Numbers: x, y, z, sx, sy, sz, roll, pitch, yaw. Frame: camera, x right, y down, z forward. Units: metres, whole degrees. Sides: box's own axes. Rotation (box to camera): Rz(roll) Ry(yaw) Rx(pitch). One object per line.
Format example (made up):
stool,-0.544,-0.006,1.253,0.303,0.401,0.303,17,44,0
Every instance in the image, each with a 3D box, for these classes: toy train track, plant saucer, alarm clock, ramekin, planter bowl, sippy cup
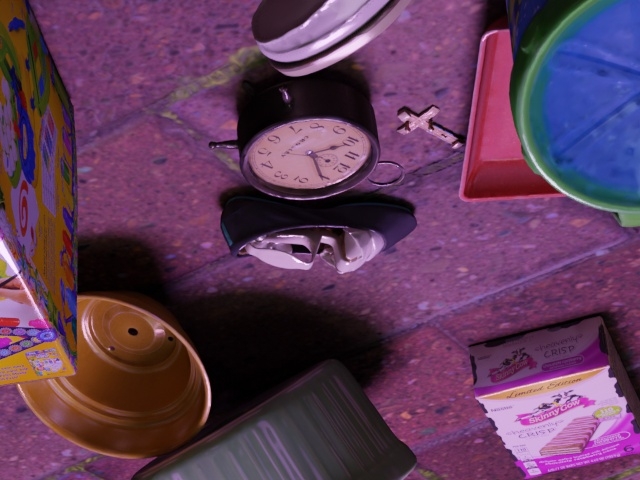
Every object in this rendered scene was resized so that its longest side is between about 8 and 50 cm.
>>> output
toy train track,0.106,-0.103,1.825,0.083,0.014,0.048,24,136,-38
plant saucer,0.262,-0.134,1.776,0.259,0.047,0.259,-4,147,-4
alarm clock,0.003,-0.090,1.784,0.192,0.064,0.129,25,135,-35
ramekin,-0.060,0.255,2.100,0.303,0.148,0.303,-31,180,0
planter bowl,-0.207,0.118,2.009,0.217,0.090,0.217,8,127,11
sippy cup,0.246,-0.177,1.521,0.240,0.224,0.305,22,121,-24

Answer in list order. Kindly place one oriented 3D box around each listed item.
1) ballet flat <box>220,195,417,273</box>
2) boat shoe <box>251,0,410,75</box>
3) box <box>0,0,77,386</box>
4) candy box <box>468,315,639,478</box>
ballet flat,0.000,0.000,1.913,0.203,0.074,0.074,4,145,-15
boat shoe,0.044,-0.251,1.518,0.302,0.113,0.103,-39,134,25
box,-0.316,-0.068,1.561,0.177,0.290,0.279,-8,146,4
candy box,0.280,0.187,2.236,0.159,0.071,0.233,-15,145,14
